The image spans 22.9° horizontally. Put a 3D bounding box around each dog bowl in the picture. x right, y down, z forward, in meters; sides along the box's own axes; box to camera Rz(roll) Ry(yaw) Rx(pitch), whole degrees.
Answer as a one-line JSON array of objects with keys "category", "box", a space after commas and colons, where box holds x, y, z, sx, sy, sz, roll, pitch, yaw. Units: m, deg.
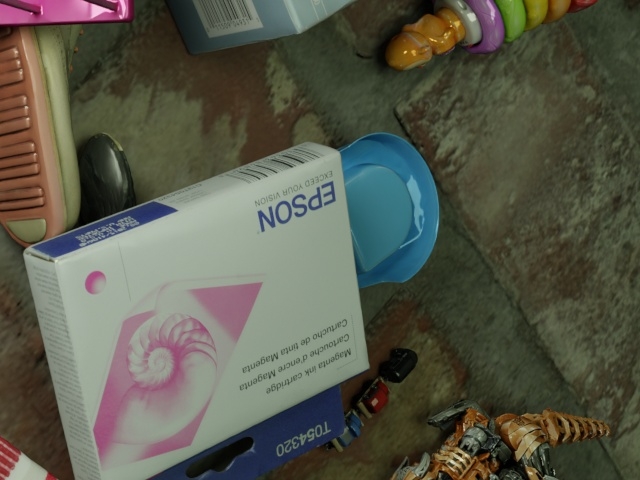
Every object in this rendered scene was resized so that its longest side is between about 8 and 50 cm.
[{"category": "dog bowl", "box": [0.000, 0.000, 1.678, 0.297, 0.074, 0.166, -36, 112, -35]}]

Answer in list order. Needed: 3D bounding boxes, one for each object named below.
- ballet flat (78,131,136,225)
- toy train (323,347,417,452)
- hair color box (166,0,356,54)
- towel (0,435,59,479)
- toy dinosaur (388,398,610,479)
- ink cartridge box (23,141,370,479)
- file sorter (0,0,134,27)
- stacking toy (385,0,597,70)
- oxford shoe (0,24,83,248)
[{"category": "ballet flat", "box": [-0.201, -0.020, 1.539, 0.049, 0.057, 0.173, -49, 130, -76]}, {"category": "toy train", "box": [0.058, 0.176, 1.747, 0.158, 0.036, 0.027, -47, 117, -29]}, {"category": "hair color box", "box": [0.030, -0.325, 1.631, 0.374, 0.185, 0.114, -35, 110, -34]}, {"category": "towel", "box": [-0.353, 0.271, 1.410, 0.329, 0.037, 0.237, 44, 63, -30]}, {"category": "toy dinosaur", "box": [0.225, 0.275, 1.823, 0.322, 0.164, 0.218, -21, 87, -16]}, {"category": "ink cartridge box", "box": [-0.098, 0.109, 1.505, 0.324, 0.071, 0.330, -24, 115, -33]}, {"category": "file sorter", "box": [-0.314, -0.279, 1.251, 0.182, 0.290, 0.202, -6, 95, -80]}, {"category": "stacking toy", "box": [0.191, -0.279, 1.804, 0.302, 0.175, 0.166, -39, 111, -21]}, {"category": "oxford shoe", "box": [-0.254, -0.193, 1.432, 0.146, 0.140, 0.397, -14, 100, -45]}]
